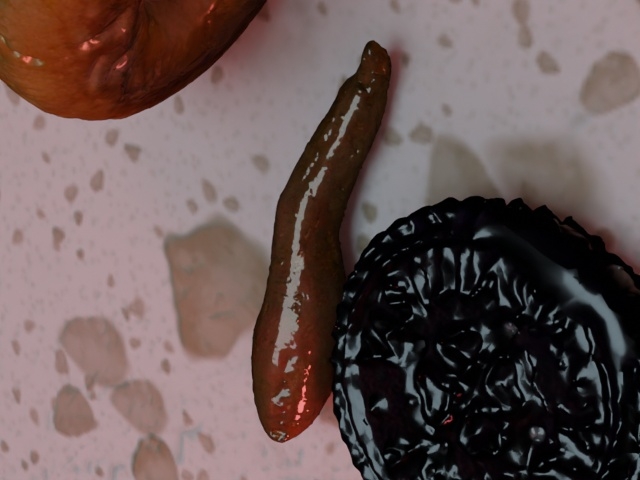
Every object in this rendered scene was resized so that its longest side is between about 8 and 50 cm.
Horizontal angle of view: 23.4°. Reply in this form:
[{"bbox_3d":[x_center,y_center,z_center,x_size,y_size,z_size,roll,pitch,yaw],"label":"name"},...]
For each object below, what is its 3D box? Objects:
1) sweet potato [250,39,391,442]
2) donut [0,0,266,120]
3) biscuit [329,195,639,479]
[{"bbox_3d":[0.000,0.000,0.790,0.050,0.050,0.214,21,107,34],"label":"sweet potato"},{"bbox_3d":[-0.093,-0.167,0.712,0.128,0.208,0.261,43,145,13],"label":"donut"},{"bbox_3d":[0.086,0.071,0.731,0.194,0.053,0.194,10,106,38],"label":"biscuit"}]
